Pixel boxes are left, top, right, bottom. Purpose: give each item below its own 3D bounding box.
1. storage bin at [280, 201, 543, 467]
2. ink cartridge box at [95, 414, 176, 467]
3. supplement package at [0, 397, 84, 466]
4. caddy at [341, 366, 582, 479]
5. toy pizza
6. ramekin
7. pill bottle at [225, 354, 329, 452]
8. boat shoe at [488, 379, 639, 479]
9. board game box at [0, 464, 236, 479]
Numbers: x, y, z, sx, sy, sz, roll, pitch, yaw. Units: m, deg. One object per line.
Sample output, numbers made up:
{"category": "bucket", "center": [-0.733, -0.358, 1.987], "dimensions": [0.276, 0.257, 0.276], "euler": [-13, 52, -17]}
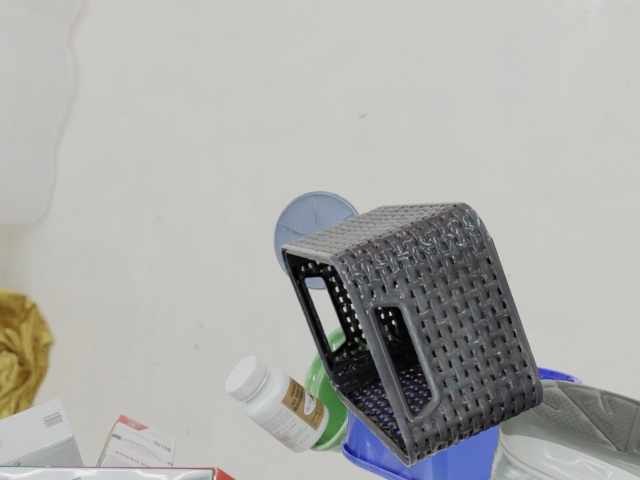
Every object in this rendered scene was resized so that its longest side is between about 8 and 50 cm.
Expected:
{"category": "storage bin", "center": [0.046, 0.047, 0.442], "dimensions": [0.084, 0.180, 0.122], "euler": [-22, 97, -11]}
{"category": "ink cartridge box", "center": [-0.269, 0.321, 1.012], "dimensions": [0.099, 0.135, 0.056], "euler": [30, 94, -10]}
{"category": "supplement package", "center": [-0.483, 0.432, 1.236], "dimensions": [0.139, 0.134, 0.244], "euler": [31, 135, 55]}
{"category": "caddy", "center": [0.178, 0.251, 0.905], "dimensions": [0.341, 0.241, 0.179], "euler": [1, 89, 55]}
{"category": "toy pizza", "center": [0.000, 0.000, 1.421], "dimensions": [0.201, 0.032, 0.201], "euler": [1, 92, 20]}
{"category": "ramekin", "center": [0.081, 0.368, 1.675], "dimensions": [0.303, 0.148, 0.303], "euler": [-50, 27, 38]}
{"category": "pill bottle", "center": [-0.101, 0.369, 1.599], "dimensions": [0.131, 0.229, 0.131], "euler": [-40, 20, 18]}
{"category": "boat shoe", "center": [0.248, 0.181, 0.388], "dimensions": [0.320, 0.118, 0.103], "euler": [18, 110, 28]}
{"category": "board game box", "center": [-0.249, 0.346, 0.677], "dimensions": [0.317, 0.064, 0.242], "euler": [-4, 58, 17]}
